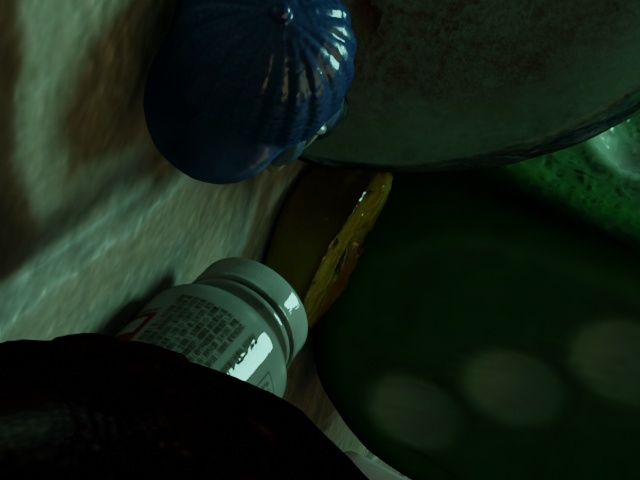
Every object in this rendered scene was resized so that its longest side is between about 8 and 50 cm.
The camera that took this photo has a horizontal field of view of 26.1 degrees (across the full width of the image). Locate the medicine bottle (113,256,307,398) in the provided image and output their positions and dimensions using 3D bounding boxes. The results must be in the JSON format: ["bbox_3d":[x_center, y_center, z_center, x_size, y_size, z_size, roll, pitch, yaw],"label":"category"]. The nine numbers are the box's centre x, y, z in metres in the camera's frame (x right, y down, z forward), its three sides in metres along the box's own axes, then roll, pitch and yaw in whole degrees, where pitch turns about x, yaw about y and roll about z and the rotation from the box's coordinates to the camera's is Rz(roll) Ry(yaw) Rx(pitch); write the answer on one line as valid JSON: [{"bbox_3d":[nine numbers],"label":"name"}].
[{"bbox_3d":[-0.064,0.069,0.629,0.140,0.079,0.079,-49,159,-47],"label":"medicine bottle"}]

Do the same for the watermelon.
[{"bbox_3d":[0.085,-0.146,0.764,0.289,0.214,0.320,-30,-157,-7],"label":"watermelon"}]

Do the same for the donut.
[{"bbox_3d":[0.000,0.000,0.816,0.108,0.043,0.097,-66,166,12],"label":"donut"}]

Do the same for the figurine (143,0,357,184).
[{"bbox_3d":[-0.018,-0.067,0.578,0.149,0.087,0.086,5,73,-76],"label":"figurine"}]

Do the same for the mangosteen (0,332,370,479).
[{"bbox_3d":[-0.075,0.162,0.410,0.228,0.228,0.265,-9,99,-73],"label":"mangosteen"}]

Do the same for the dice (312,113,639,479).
[{"bbox_3d":[0.185,0.020,1.006,0.287,0.297,0.300,-53,162,-46],"label":"dice"}]

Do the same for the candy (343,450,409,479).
[{"bbox_3d":[0.001,0.318,1.261,0.255,0.094,0.255,-58,165,-25],"label":"candy"}]
